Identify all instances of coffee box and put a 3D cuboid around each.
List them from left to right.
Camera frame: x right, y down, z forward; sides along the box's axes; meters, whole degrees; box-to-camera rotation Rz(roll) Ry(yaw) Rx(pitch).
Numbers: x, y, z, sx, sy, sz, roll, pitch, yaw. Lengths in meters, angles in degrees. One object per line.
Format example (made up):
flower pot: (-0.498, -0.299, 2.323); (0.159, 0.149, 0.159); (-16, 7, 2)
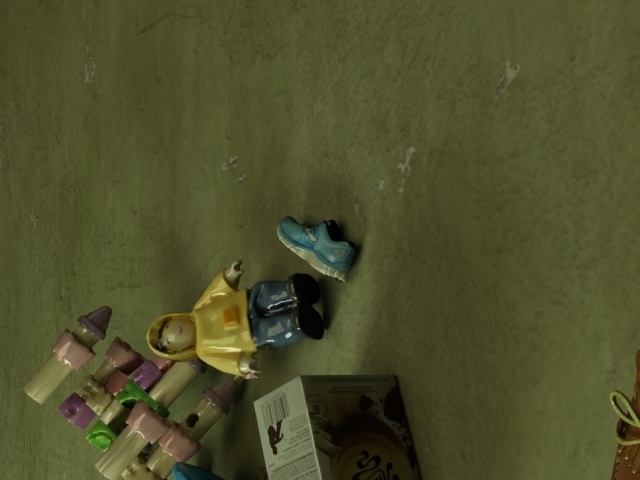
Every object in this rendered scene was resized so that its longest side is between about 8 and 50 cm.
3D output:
coffee box: (0.036, 0.331, 1.366); (0.119, 0.168, 0.297); (-36, 59, 44)

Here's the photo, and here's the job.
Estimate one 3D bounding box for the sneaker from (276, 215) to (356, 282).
sneaker: (0.000, 0.000, 1.559); (0.162, 0.063, 0.073); (35, 95, 44)

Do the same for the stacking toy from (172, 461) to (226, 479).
stacking toy: (-0.252, 0.495, 1.627); (0.302, 0.166, 0.175); (-39, 53, 9)

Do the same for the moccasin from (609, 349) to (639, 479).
moccasin: (0.353, 0.146, 1.000); (0.139, 0.147, 0.380); (39, 116, 47)

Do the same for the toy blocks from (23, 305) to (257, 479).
toy blocks: (-0.270, 0.261, 1.770); (0.289, 0.309, 0.260); (33, 79, 36)

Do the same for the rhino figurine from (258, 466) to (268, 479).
rhino figurine: (-0.060, 0.443, 1.552); (0.106, 0.073, 0.243); (-46, 50, 34)

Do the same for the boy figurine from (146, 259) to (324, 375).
boy figurine: (-0.136, 0.119, 1.606); (0.285, 0.092, 0.177); (-13, 73, 26)
